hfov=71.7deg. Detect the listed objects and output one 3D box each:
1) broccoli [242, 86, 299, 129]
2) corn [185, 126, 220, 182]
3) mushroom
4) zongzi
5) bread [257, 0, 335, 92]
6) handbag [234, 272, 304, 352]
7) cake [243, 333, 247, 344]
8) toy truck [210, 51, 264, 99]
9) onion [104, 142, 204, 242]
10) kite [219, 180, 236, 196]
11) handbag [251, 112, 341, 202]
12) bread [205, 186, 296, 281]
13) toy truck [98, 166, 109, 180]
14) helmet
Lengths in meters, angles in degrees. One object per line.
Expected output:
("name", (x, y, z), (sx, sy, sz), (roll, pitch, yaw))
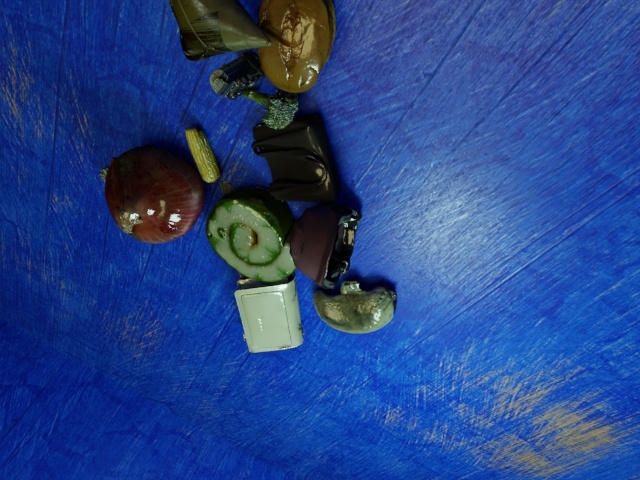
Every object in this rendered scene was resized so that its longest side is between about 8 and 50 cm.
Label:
("broccoli", (-0.153, -0.405, 1.298), (0.204, 0.118, 0.122), (36, 109, 32))
("corn", (-0.402, -0.292, 1.515), (0.072, 0.072, 0.203), (-2, 125, 22))
("mushroom", (0.125, 0.261, 1.716), (0.345, 0.130, 0.247), (0, 131, 20))
("zongzi", (-0.256, -0.619, 1.103), (0.318, 0.154, 0.289), (13, 131, 38))
("bread", (-0.063, -0.529, 1.154), (0.196, 0.142, 0.269), (19, 132, 7))
("handbag", (-0.201, 0.280, 1.822), (0.237, 0.160, 0.358), (-3, 124, 3))
("cake", (-0.304, 0.384, 1.989), (0.080, 0.116, 0.185), (37, 135, -13))
("toy truck", (-0.232, -0.457, 1.232), (0.088, 0.201, 0.074), (45, 132, -13))
("onion", (-0.585, -0.160, 1.549), (0.354, 0.353, 0.353), (10, 129, 13))
("kite", (-0.241, -0.111, 1.636), (0.335, 0.011, 0.314), (37, 130, -11))
("handbag", (-0.081, -0.247, 1.409), (0.257, 0.113, 0.285), (1, 127, 28))
("bread", (-0.224, -0.014, 1.613), (0.382, 0.129, 0.366), (13, 130, 10))
("toy truck", (-0.826, -0.246, 1.731), (0.044, 0.039, 0.083), (-16, 119, 14))
("helmet", (0.000, 0.000, 1.436), (0.197, 0.338, 0.270), (19, 110, 18))
